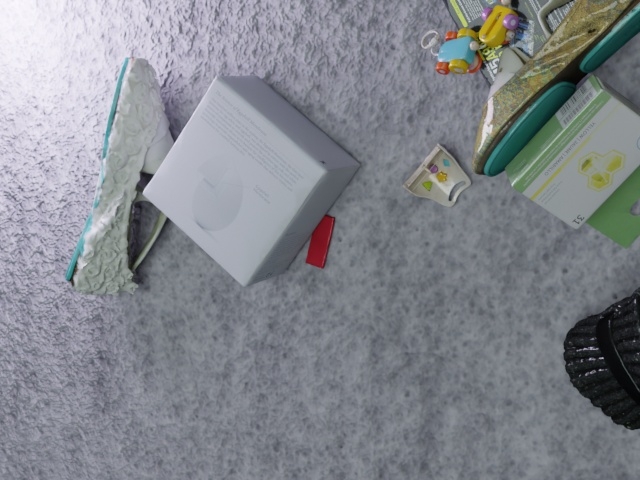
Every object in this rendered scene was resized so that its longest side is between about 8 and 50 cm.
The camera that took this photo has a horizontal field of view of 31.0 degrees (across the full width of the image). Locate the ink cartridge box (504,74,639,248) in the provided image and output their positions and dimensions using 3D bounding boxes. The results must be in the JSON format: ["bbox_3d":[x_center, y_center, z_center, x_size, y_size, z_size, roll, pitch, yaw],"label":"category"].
[{"bbox_3d":[0.383,-0.086,1.504,0.235,0.056,0.171,31,115,-23],"label":"ink cartridge box"}]

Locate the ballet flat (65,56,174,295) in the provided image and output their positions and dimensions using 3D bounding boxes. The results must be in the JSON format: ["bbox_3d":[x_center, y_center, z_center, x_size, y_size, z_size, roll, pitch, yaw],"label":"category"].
[{"bbox_3d":[-0.299,-0.093,1.846,0.147,0.147,0.409,26,111,17],"label":"ballet flat"}]

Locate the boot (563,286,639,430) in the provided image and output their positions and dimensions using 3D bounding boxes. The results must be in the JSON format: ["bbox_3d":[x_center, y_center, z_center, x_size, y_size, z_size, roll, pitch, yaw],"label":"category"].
[{"bbox_3d":[0.471,0.210,1.473,0.348,0.131,0.260,67,149,21],"label":"boot"}]

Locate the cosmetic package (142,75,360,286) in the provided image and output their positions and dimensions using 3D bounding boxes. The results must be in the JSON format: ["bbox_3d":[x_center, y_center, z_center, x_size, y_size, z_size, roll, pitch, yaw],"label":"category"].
[{"bbox_3d":[-0.103,-0.094,1.735,0.224,0.138,0.225,42,114,14],"label":"cosmetic package"}]

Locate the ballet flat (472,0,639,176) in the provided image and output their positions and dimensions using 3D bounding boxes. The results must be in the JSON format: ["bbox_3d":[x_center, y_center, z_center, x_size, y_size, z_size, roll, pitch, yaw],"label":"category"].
[{"bbox_3d":[0.300,-0.236,1.484,0.123,0.123,0.348,46,109,10],"label":"ballet flat"}]

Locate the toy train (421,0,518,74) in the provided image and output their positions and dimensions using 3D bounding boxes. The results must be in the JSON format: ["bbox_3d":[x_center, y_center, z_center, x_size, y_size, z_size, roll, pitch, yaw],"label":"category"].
[{"bbox_3d":[0.213,-0.284,1.514,0.166,0.046,0.125,-42,39,24],"label":"toy train"}]

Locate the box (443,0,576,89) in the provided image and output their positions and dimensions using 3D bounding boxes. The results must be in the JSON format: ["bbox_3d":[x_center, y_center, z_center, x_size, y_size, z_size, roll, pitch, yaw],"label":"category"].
[{"bbox_3d":[0.264,-0.370,1.551,0.216,0.060,0.270,-28,91,18],"label":"box"}]

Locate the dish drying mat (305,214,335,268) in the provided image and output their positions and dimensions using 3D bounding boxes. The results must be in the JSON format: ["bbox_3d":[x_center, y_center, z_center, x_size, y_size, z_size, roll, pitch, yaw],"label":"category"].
[{"bbox_3d":[0.000,0.000,1.780,0.032,0.008,0.083,19,107,20],"label":"dish drying mat"}]

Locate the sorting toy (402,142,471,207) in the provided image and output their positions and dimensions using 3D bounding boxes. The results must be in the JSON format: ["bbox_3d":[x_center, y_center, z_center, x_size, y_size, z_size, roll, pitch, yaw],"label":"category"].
[{"bbox_3d":[0.176,-0.089,1.673,0.075,0.045,0.083,41,112,4],"label":"sorting toy"}]
